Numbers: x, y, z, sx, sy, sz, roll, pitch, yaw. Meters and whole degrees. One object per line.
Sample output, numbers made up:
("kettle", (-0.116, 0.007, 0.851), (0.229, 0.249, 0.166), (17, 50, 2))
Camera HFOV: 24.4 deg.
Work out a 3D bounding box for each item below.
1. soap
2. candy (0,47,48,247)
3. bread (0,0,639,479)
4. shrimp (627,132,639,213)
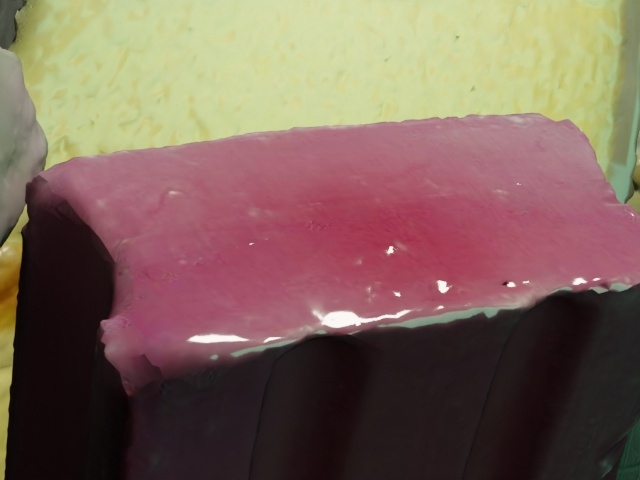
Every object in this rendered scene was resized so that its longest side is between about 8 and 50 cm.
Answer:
("soap", (-0.009, 0.135, 0.620), (0.233, 0.128, 0.359), (-7, 128, -26))
("candy", (-0.208, -0.025, 0.480), (0.195, 0.137, 0.185), (-63, 142, -32))
("bread", (0.000, 0.000, 0.761), (0.405, 0.242, 0.345), (-4, 95, -64))
("shrimp", (0.149, -0.012, 0.966), (0.185, 0.287, 0.068), (64, -2, 0))
